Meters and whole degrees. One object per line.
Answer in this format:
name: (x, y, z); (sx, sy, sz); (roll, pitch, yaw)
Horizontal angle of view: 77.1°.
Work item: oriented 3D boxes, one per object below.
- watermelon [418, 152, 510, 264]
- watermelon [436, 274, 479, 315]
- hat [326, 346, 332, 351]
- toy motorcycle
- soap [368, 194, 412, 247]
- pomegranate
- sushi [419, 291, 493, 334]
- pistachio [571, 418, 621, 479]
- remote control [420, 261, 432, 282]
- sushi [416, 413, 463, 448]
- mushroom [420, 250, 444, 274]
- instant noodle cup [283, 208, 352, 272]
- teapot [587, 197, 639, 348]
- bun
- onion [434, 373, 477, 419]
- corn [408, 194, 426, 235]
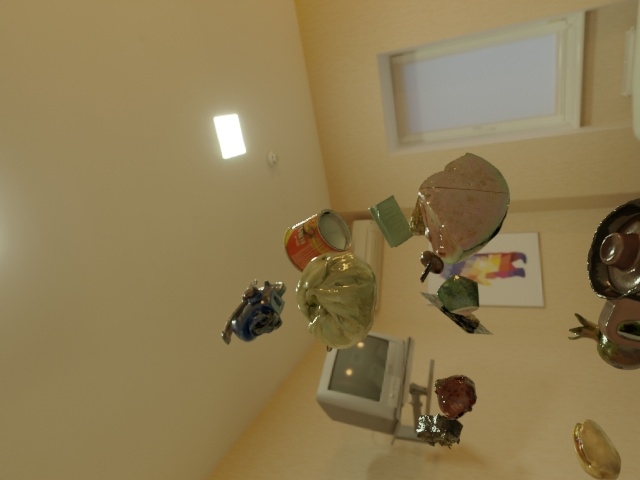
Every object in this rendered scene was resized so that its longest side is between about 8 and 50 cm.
watermelon: (0.459, -0.074, 1.283); (0.319, 0.292, 0.222); (54, 164, 38)
watermelon: (0.315, 0.131, 0.923); (0.084, 0.092, 0.072); (-69, -30, -42)
hat: (0.045, 0.302, 1.307); (0.121, 0.051, 0.121); (-5, -90, -84)
toy motorcycle: (-0.234, 0.287, 1.510); (0.241, 0.182, 0.319); (-56, 8, 21)
soap: (0.302, -0.080, 1.697); (0.115, 0.063, 0.198); (-33, -84, -20)
pomegranate: (0.843, 0.286, 1.161); (0.156, 0.220, 0.156); (-34, -52, -57)
sushi: (0.611, 0.301, 1.777); (0.264, 0.290, 0.050); (14, -69, -42)
pistachio: (0.969, 0.741, 1.415); (0.200, 0.145, 0.117); (-74, 3, -55)
remote control: (0.451, 0.136, 1.702); (0.096, 0.014, 0.039); (-54, -41, -20)
sushi: (0.536, 0.857, 1.800); (0.147, 0.212, 0.115); (36, -127, -20)
mushroom: (0.497, 0.101, 1.797); (0.052, 0.123, 0.123); (-33, -55, -24)
instant noodle cup: (0.000, 0.000, 1.432); (0.213, 0.174, 0.213); (25, -132, -32)
teapot: (0.859, 0.096, 0.962); (0.305, 0.362, 0.375); (-52, -24, -74)
bun: (0.031, 0.145, 1.023); (0.160, 0.259, 0.259); (11, -102, -46)
onion: (0.514, 0.599, 1.568); (0.184, 0.147, 0.184); (-62, -4, -7)
corn: (0.412, -0.129, 1.579); (0.288, 0.087, 0.086); (-66, -34, -33)
